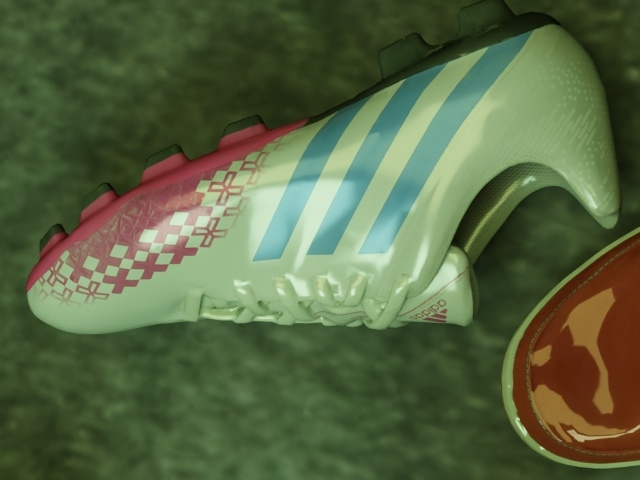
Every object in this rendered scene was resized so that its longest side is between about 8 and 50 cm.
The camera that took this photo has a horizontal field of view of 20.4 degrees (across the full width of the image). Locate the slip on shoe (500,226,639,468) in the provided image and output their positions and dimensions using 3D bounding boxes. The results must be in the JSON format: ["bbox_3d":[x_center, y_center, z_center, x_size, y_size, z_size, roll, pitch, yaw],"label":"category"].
[{"bbox_3d":[0.238,0.024,0.861,0.331,0.101,0.123,-20,84,17],"label":"slip on shoe"}]

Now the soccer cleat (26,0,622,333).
[{"bbox_3d":[0.000,0.000,0.928,0.331,0.116,0.143,-26,80,15],"label":"soccer cleat"}]
